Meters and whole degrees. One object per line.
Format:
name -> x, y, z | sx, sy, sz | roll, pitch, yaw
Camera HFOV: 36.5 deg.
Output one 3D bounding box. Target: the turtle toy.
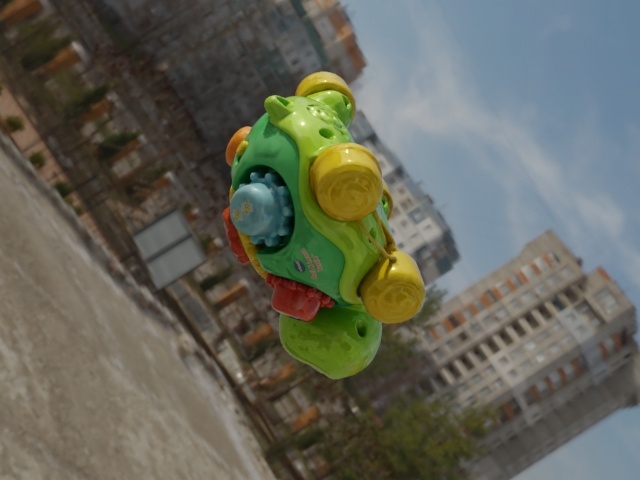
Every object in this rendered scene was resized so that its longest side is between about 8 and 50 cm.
turtle toy -> 0.000, 0.000, 0.391 | 0.095, 0.066, 0.130 | -102, 171, -59
